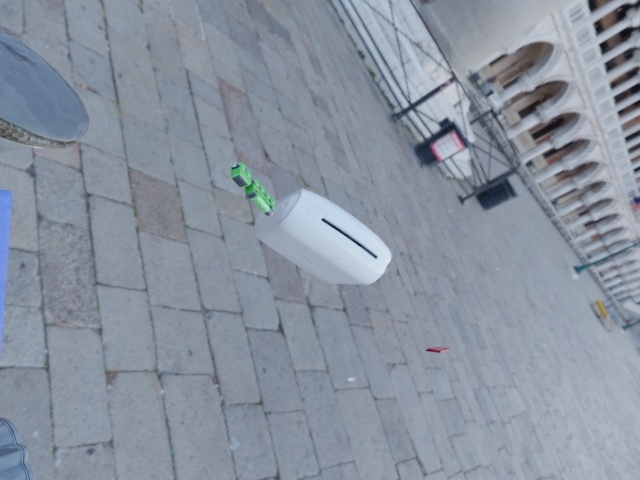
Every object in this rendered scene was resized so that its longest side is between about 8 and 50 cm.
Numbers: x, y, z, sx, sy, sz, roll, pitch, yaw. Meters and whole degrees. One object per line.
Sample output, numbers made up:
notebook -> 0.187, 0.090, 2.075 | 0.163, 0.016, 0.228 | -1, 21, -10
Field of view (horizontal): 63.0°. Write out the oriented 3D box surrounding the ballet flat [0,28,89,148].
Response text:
ballet flat -> -0.289, -0.132, 0.360 | 0.249, 0.058, 0.084 | 27, 42, -33

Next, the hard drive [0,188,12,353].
hard drive -> -0.451, 0.046, 0.457 | 0.318, 0.040, 0.211 | 0, 98, -57

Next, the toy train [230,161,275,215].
toy train -> -0.073, -0.054, 0.574 | 0.083, 0.017, 0.024 | 51, 24, -50

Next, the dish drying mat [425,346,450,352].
dish drying mat -> 0.241, 0.223, 1.067 | 0.083, 0.032, 0.008 | 18, 76, -62

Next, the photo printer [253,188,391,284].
photo printer -> 0.000, 0.000, 1.150 | 0.256, 0.307, 0.107 | 34, 76, -15

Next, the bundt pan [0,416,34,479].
bundt pan -> -0.715, 0.499, 1.000 | 0.124, 0.330, 0.331 | 14, 50, -65
